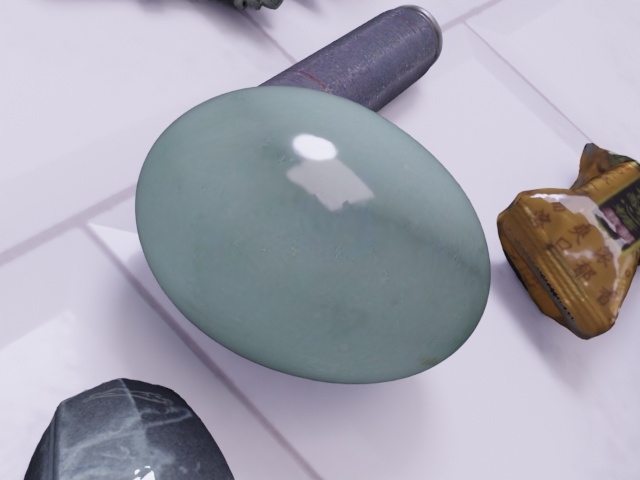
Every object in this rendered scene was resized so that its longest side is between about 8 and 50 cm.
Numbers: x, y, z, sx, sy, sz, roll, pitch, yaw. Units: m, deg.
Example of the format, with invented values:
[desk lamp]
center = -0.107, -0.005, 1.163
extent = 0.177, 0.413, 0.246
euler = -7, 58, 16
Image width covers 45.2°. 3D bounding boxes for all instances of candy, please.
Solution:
[candy]
center = 0.256, -0.017, 0.701
extent = 0.271, 0.101, 0.143
euler = -24, 77, -48

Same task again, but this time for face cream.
[face cream]
center = 0.033, -0.146, 0.676
extent = 0.073, 0.073, 0.283
euler = 43, 45, 4

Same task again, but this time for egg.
[egg]
center = 0.000, 0.000, 0.472
extent = 0.231, 0.168, 0.168
euler = 26, 46, -16

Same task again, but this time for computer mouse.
[computer mouse]
center = -0.078, 0.169, 0.358
extent = 0.126, 0.071, 0.231
euler = 3, 55, -30

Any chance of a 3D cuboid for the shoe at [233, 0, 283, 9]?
[shoe]
center = -0.087, -0.261, 0.663
extent = 0.149, 0.109, 0.293
euler = 44, 40, 14
